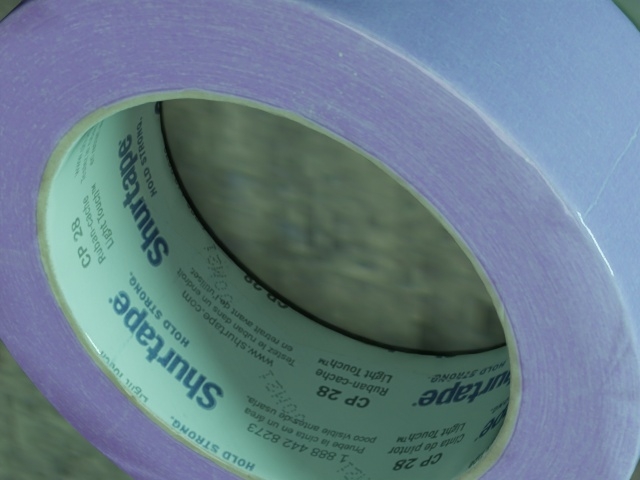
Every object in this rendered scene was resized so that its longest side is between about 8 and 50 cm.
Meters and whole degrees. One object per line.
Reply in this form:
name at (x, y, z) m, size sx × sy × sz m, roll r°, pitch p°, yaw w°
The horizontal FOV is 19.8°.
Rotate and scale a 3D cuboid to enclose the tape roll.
tape roll at (0.000, 0.000, 0.673) m, size 0.275 × 0.090 × 0.275 m, roll 17°, pitch 134°, yaw 19°
